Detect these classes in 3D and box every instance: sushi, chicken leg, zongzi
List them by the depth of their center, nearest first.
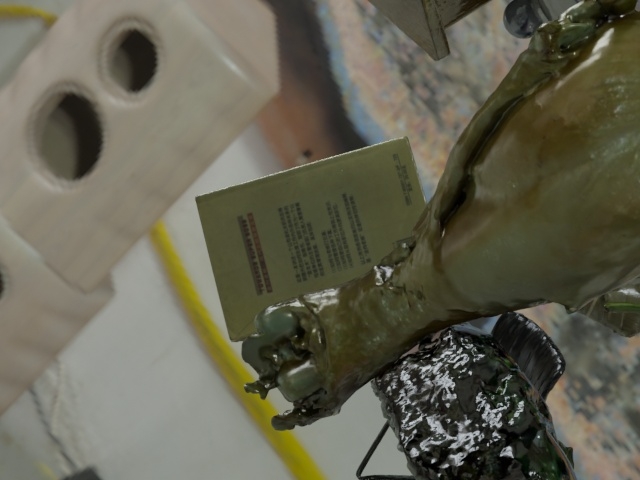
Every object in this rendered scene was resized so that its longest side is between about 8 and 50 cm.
[{"bbox_3d":[0.101,0.005,0.918,0.201,0.429,0.152,25,42,-38],"label":"chicken leg"},{"bbox_3d":[0.136,0.170,1.146,0.124,0.127,0.225,53,8,-41],"label":"sushi"},{"bbox_3d":[0.340,0.036,1.772,0.178,0.081,0.189,23,22,-2],"label":"zongzi"}]

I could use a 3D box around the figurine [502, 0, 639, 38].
[{"bbox_3d":[0.353,-0.262,1.581,0.382,0.261,0.186,68,-5,-48],"label":"figurine"}]

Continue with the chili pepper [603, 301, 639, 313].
[{"bbox_3d":[0.238,0.117,0.758,0.072,0.073,0.204,160,-90,-76],"label":"chili pepper"}]

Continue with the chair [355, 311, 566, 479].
[{"bbox_3d":[0.144,0.189,1.360,0.145,0.221,0.140,3,27,-22],"label":"chair"}]

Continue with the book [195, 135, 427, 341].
[{"bbox_3d":[0.000,0.000,1.386,0.026,0.231,0.161,57,18,-76],"label":"book"}]

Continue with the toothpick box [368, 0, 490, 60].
[{"bbox_3d":[0.193,-0.391,1.591,0.190,0.308,0.187,51,-9,40],"label":"toothpick box"}]
